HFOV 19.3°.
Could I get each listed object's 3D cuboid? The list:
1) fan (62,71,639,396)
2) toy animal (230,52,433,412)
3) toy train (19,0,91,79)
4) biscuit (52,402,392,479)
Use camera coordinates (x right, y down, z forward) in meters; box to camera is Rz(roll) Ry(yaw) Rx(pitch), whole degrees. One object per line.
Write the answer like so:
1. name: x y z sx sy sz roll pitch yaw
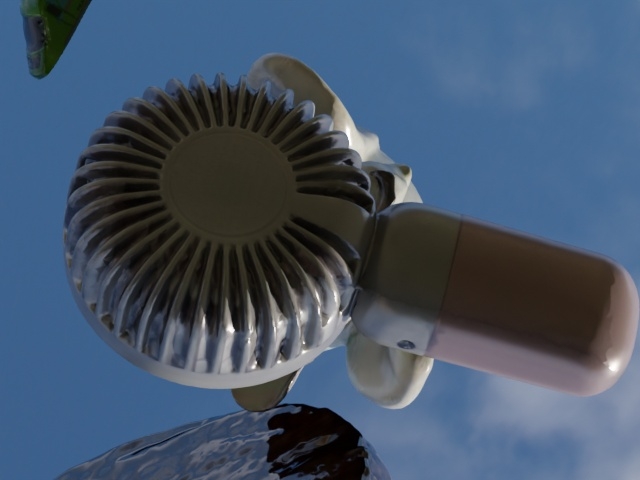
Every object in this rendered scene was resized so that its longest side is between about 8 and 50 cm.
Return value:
1. fan: 0.013 0.010 0.786 0.244 0.074 0.130 16 -120 0
2. toy animal: -0.007 -0.012 1.363 0.174 0.289 0.249 -21 -71 8
3. toy train: -0.168 -0.216 1.340 0.042 0.044 0.209 31 -98 -26
4. biscuit: -0.130 0.251 1.188 0.407 0.407 0.091 -38 -70 -29
